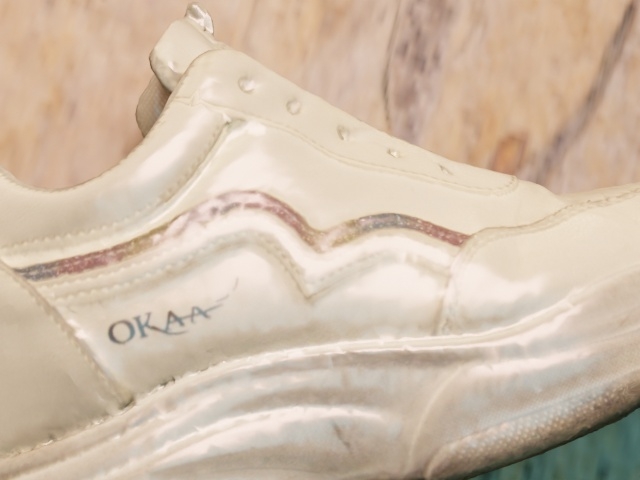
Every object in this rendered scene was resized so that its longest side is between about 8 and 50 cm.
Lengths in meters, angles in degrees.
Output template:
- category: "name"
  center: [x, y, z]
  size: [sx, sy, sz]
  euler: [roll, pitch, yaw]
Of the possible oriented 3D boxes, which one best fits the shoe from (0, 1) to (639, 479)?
- category: "shoe"
  center: [0.000, 0.000, 0.699]
  size: [0.342, 0.132, 0.210]
  euler: [-19, 84, -11]
